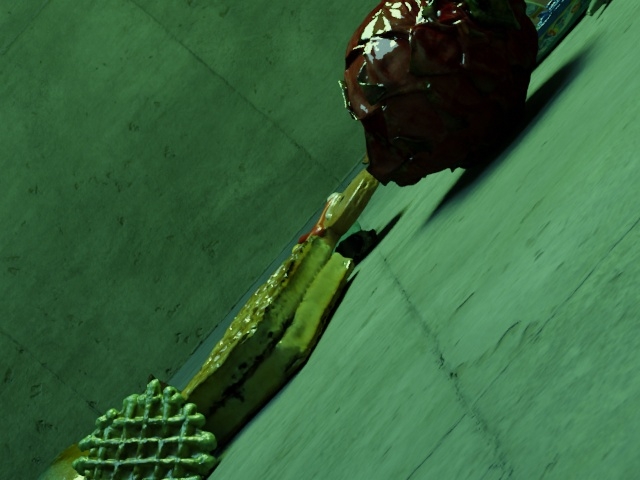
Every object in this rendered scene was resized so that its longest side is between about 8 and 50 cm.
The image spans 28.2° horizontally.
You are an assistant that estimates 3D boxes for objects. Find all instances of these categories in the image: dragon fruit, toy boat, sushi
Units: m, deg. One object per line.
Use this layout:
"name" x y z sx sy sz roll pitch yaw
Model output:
"dragon fruit" 0.139 -0.204 1.576 0.299 0.244 0.244 -57 1 17
"toy boat" 0.294 -0.314 1.828 0.175 0.110 0.091 -50 3 15
"sushi" 0.059 0.010 1.916 0.046 0.044 0.083 -26 -7 -32

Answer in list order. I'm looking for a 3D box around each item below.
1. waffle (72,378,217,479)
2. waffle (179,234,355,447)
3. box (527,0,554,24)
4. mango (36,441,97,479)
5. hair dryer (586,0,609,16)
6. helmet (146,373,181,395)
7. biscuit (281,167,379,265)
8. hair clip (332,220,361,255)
"waffle" -0.223 0.274 1.613 0.183 0.169 0.036 -46 -28 -7
"waffle" -0.071 0.131 1.752 0.213 0.091 0.308 -46 6 28
"box" 0.347 -0.424 2.076 0.135 0.151 0.151 -56 1 26
"mango" -0.382 0.434 1.902 0.193 0.146 0.316 -49 12 42
"hair dryer" 0.385 -0.351 1.710 0.183 0.044 0.155 -53 3 -17
"helmet" -0.208 0.273 1.731 0.175 0.106 0.155 -76 4 -76
"biscuit" -0.002 -0.001 1.976 0.324 0.049 0.205 -49 9 44
"hair clip" 0.010 0.051 2.023 0.083 0.048 0.275 -49 8 26
